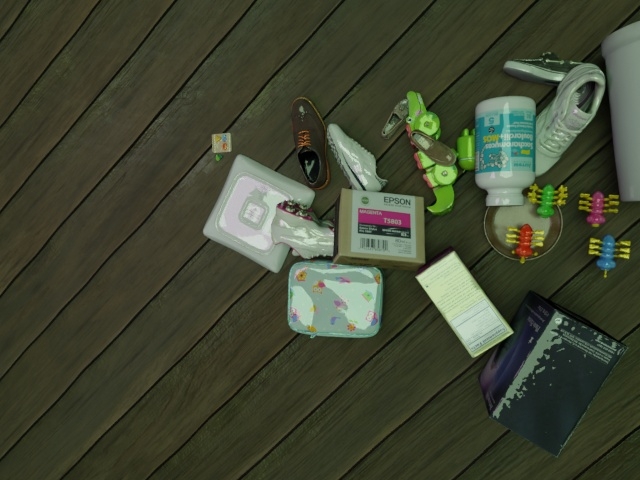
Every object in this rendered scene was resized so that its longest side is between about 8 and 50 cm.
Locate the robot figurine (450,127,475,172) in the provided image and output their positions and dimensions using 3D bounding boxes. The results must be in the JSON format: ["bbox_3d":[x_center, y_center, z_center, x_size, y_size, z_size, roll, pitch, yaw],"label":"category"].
[{"bbox_3d":[0.404,-0.242,1.395,0.101,0.067,0.115,-4,92,1],"label":"robot figurine"}]

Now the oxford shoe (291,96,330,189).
[{"bbox_3d":[-0.030,-0.282,1.473,0.096,0.098,0.272,-15,89,13],"label":"oxford shoe"}]

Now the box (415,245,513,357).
[{"bbox_3d":[0.367,0.148,1.344,0.117,0.213,0.243,-35,84,12],"label":"box"}]

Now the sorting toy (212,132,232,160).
[{"bbox_3d":[-0.301,-0.285,1.577,0.062,0.012,0.083,-2,92,12],"label":"sorting toy"}]

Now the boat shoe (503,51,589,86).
[{"bbox_3d":[0.590,-0.449,1.345,0.219,0.078,0.070,13,96,4],"label":"boat shoe"}]

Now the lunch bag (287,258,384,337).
[{"bbox_3d":[0.041,0.168,1.472,0.279,0.108,0.224,2,94,13],"label":"lunch bag"}]

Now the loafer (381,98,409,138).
[{"bbox_3d":[0.212,-0.341,1.447,0.045,0.039,0.125,34,99,8],"label":"loafer"}]

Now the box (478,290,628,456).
[{"bbox_3d":[0.544,0.307,1.269,0.182,0.296,0.294,28,98,9],"label":"box"}]

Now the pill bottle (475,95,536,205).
[{"bbox_3d":[0.466,-0.219,1.307,0.146,0.146,0.264,-1,92,12],"label":"pill bottle"}]

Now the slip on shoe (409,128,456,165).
[{"bbox_3d":[0.285,-0.237,1.317,0.135,0.041,0.051,42,105,8],"label":"slip on shoe"}]

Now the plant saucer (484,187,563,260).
[{"bbox_3d":[0.541,-0.046,1.389,0.198,0.036,0.199,0,92,12],"label":"plant saucer"}]

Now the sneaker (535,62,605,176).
[{"bbox_3d":[0.592,-0.289,1.287,0.114,0.152,0.305,24,118,2],"label":"sneaker"}]

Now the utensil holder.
[{"bbox_3d":[0.835,-0.294,1.168,0.327,0.327,0.386,-6,92,13],"label":"utensil holder"}]

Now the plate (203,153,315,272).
[{"bbox_3d":[-0.193,-0.082,1.546,0.277,0.045,0.278,27,97,11],"label":"plate"}]

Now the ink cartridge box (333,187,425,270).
[{"bbox_3d":[0.156,-0.028,1.382,0.234,0.088,0.193,5,72,-8],"label":"ink cartridge box"}]

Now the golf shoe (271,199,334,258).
[{"bbox_3d":[0.000,0.000,1.475,0.306,0.115,0.140,26,111,2],"label":"golf shoe"}]

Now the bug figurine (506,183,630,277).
[{"bbox_3d":[0.625,-0.031,1.305,0.278,0.072,0.216,10,87,24],"label":"bug figurine"}]

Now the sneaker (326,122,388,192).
[{"bbox_3d":[0.098,-0.234,1.464,0.094,0.090,0.235,-29,90,-1],"label":"sneaker"}]

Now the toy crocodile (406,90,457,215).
[{"bbox_3d":[0.293,-0.236,1.395,0.105,0.115,0.341,-19,88,13],"label":"toy crocodile"}]
